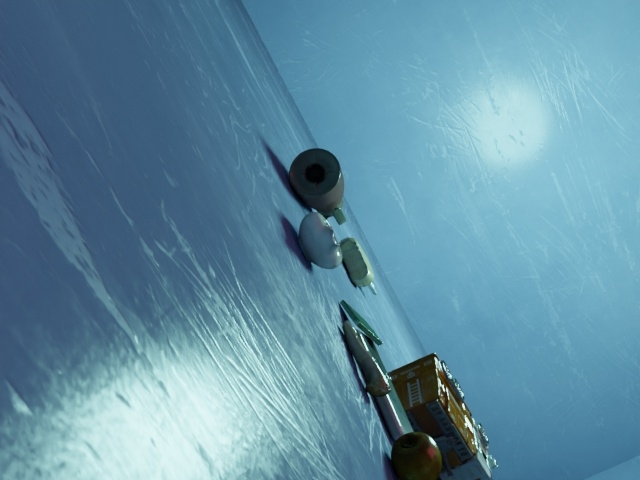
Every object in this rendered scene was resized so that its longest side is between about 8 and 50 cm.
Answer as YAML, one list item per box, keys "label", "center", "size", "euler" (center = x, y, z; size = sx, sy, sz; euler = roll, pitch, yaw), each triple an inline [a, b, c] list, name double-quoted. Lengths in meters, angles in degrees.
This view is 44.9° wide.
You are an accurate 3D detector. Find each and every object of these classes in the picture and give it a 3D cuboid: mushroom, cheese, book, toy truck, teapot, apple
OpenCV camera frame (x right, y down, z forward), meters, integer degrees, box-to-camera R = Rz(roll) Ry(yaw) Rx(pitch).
- label: "mushroom"
  center: [0.098, 0.272, 1.783]
  size: [0.202, 0.054, 0.059]
  euler: [62, 0, 31]
- label: "cheese"
  center: [0.129, 0.085, 2.549]
  size: [0.163, 0.070, 0.249]
  euler: [67, 9, 21]
- label: "book"
  center: [0.104, 0.211, 1.962]
  size: [0.103, 0.017, 0.135]
  euler: [44, 3, -26]
- label: "toy truck"
  center: [0.330, 0.514, 2.099]
  size: [0.387, 0.173, 0.207]
  euler: [57, 16, -25]
- label: "teapot"
  center: [0.000, 0.000, 1.861]
  size: [0.226, 0.092, 0.145]
  euler: [-88, 153, -78]
- label: "apple"
  center: [0.197, 0.458, 1.611]
  size: [0.114, 0.099, 0.102]
  euler: [19, -45, 63]

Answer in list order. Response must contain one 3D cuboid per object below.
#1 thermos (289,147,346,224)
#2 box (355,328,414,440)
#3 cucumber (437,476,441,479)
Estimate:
- label: "thermos"
  center: [0.012, -0.139, 2.261]
  size: [0.176, 0.146, 0.265]
  euler: [59, -1, 22]
- label: "box"
  center: [0.148, 0.352, 1.863]
  size: [0.285, 0.044, 0.142]
  euler: [66, 12, 26]
- label: "cucumber"
  center: [0.301, 0.637, 1.966]
  size: [0.039, 0.043, 0.163]
  euler: [9, -43, 44]
